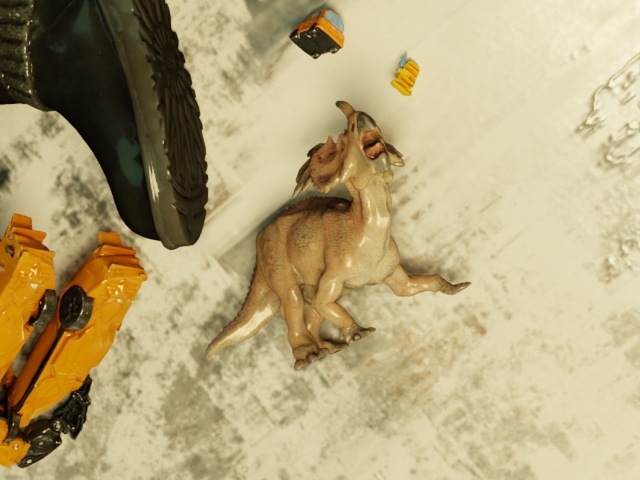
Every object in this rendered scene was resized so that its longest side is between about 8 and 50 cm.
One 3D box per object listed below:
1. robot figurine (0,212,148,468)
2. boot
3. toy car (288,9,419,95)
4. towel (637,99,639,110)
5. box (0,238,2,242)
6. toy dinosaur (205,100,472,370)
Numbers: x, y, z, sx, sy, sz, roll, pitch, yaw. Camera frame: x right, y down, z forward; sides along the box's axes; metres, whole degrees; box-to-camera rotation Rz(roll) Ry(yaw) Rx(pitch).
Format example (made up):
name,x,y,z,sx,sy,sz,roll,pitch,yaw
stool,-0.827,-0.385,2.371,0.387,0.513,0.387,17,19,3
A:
name,x,y,z,sx,sy,sz,roll,pitch,yaw
robot figurine,-0.301,0.113,1.943,0.291,0.211,0.085,-55,42,26
boot,-0.261,-0.136,1.875,0.260,0.131,0.348,-16,87,16
toy car,0.033,-0.174,1.825,0.122,0.060,0.040,32,68,-8
towel,0.486,-0.066,1.671,0.317,0.053,0.332,-33,90,24
box,-0.431,0.057,1.931,0.127,0.232,0.148,36,113,9
toy dinosaur,0.000,0.000,1.831,0.296,0.127,0.200,-29,85,36
